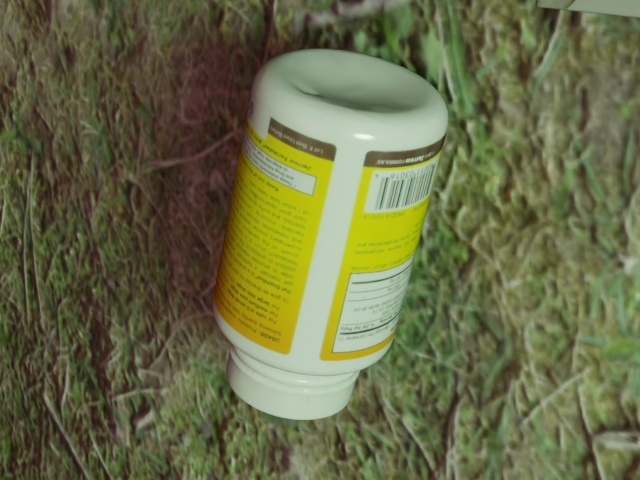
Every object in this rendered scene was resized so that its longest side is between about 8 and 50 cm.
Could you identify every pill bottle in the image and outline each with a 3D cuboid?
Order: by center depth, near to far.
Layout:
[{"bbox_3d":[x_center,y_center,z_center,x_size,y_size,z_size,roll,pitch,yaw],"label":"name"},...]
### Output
[{"bbox_3d":[0.000,0.000,0.891,0.117,0.117,0.215,38,127,39],"label":"pill bottle"}]

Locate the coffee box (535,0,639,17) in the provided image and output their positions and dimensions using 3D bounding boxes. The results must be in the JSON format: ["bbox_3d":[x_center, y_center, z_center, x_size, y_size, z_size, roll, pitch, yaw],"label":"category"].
[{"bbox_3d":[0.178,-0.221,0.626,0.141,0.098,0.246,17,113,45],"label":"coffee box"}]
